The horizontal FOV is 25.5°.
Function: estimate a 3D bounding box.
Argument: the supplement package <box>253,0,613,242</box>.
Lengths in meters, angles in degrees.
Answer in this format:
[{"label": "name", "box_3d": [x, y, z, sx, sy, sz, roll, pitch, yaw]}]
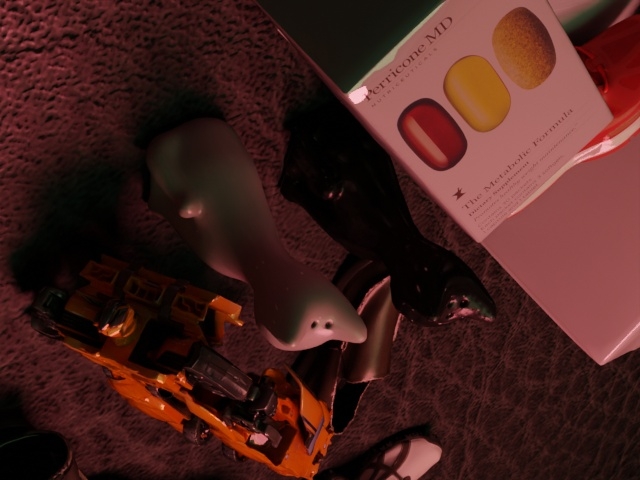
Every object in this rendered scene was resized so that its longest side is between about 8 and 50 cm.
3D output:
[{"label": "supplement package", "box_3d": [0.075, -0.126, 0.940, 0.139, 0.134, 0.244, -44, 147, 5]}]

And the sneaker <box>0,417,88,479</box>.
[{"label": "sneaker", "box_3d": [-0.187, 0.270, 1.209, 0.447, 0.169, 0.257, -6, 136, -38]}]

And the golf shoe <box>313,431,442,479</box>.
[{"label": "golf shoe", "box_3d": [0.067, 0.284, 1.563, 0.198, 0.094, 0.077, -24, 143, -27]}]

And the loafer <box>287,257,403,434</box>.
[{"label": "loafer", "box_3d": [0.045, 0.095, 1.321, 0.080, 0.078, 0.220, -9, 136, -40]}]

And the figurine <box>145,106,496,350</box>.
[{"label": "figurine", "box_3d": [0.000, 0.000, 1.037, 0.215, 0.209, 0.092, -8, 136, -40]}]

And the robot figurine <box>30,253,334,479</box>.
[{"label": "robot figurine", "box_3d": [-0.099, 0.099, 1.094, 0.085, 0.211, 0.291, -64, 154, -17]}]

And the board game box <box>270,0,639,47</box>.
[{"label": "board game box", "box_3d": [0.177, -0.229, 1.091, 0.390, 0.050, 0.390, -43, 147, 6]}]

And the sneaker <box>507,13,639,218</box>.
[{"label": "sneaker", "box_3d": [0.184, -0.111, 1.115, 0.221, 0.087, 0.128, -45, 149, 6]}]

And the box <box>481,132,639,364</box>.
[{"label": "box", "box_3d": [0.339, -0.079, 1.264, 0.345, 0.168, 0.215, -52, 160, 27]}]
